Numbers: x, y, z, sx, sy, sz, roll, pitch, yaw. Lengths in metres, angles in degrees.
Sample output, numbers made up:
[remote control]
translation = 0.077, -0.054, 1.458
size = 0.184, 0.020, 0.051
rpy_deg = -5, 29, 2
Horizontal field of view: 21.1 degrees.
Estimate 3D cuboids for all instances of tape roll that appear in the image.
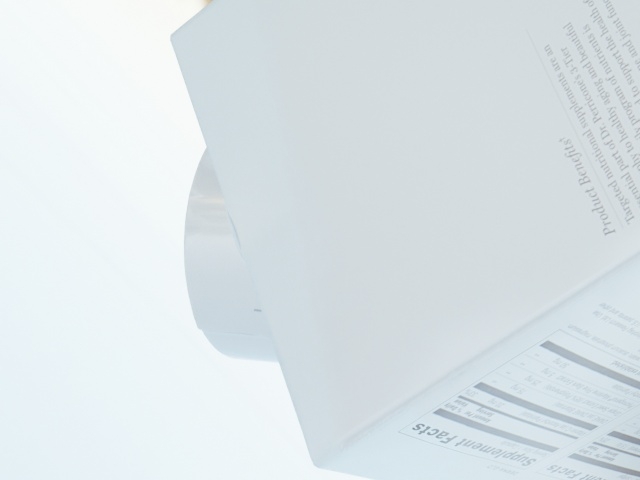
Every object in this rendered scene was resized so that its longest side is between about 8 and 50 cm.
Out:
[tape roll]
translation = 0.000, 0.000, 1.648
size = 0.169, 0.246, 0.246
rpy_deg = 4, 161, 27

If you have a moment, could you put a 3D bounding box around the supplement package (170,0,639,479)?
[supplement package]
translation = 0.122, -0.046, 0.647
size = 0.198, 0.263, 0.199
rpy_deg = 22, -140, -50
